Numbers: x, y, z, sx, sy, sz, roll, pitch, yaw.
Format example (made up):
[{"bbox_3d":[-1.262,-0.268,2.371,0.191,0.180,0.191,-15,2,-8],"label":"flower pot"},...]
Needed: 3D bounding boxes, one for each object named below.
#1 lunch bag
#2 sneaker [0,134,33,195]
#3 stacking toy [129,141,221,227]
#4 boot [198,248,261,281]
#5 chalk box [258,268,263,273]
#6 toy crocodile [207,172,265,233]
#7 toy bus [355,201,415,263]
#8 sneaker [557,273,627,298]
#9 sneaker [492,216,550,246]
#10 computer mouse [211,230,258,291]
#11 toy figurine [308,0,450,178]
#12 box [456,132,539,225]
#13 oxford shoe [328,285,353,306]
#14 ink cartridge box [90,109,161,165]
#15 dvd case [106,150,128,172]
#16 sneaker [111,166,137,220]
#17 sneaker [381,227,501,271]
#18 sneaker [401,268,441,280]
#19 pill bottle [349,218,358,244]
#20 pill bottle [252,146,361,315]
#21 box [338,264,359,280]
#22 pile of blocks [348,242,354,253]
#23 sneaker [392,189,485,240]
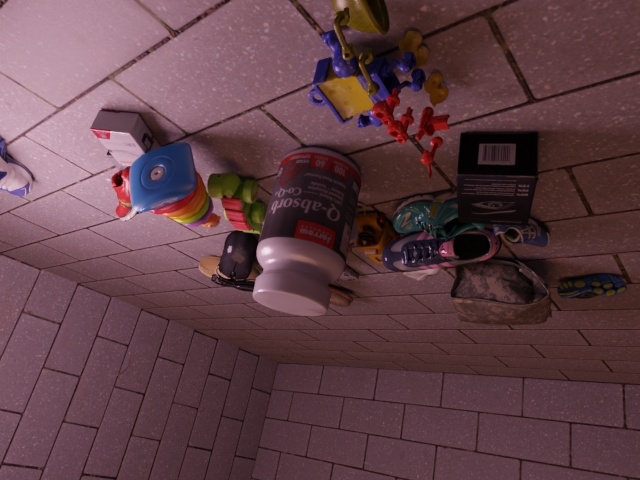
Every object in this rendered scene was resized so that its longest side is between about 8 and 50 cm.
[{"bbox_3d":[0.570,0.169,1.531,0.287,0.168,0.235,6,156,26],"label":"lunch bag"},{"bbox_3d":[-1.010,-0.194,1.478,0.128,0.182,0.315,15,156,-3],"label":"sneaker"},{"bbox_3d":[-0.351,-0.101,1.298,0.175,0.165,0.302,-19,152,7],"label":"stacking toy"},{"bbox_3d":[-0.366,0.082,1.892,0.262,0.095,0.203,15,153,12],"label":"boot"},{"bbox_3d":[-0.134,0.144,1.863,0.213,0.132,0.132,2,154,22],"label":"chalk box"},{"bbox_3d":[-0.235,-0.096,1.411,0.115,0.105,0.340,9,157,8],"label":"toy crocodile"},{"bbox_3d":[0.156,-0.005,1.422,0.202,0.104,0.191,15,156,-6],"label":"toy bus"},{"bbox_3d":[0.826,0.141,1.492,0.078,0.067,0.188,5,165,-44],"label":"sneaker"},{"bbox_3d":[0.504,-0.020,1.248,0.211,0.081,0.080,22,153,-25],"label":"sneaker"},{"bbox_3d":[-0.290,0.086,1.738,0.189,0.072,0.272,13,126,-5],"label":"computer mouse"},{"bbox_3d":[0.047,-0.260,0.822,0.217,0.191,0.362,0,153,38],"label":"toy figurine"},{"bbox_3d":[0.371,-0.126,1.043,0.153,0.108,0.207,4,156,18],"label":"box"},{"bbox_3d":[-0.040,0.251,2.059,0.348,0.130,0.123,8,156,10],"label":"oxford shoe"},{"bbox_3d":[-0.483,-0.252,1.234,0.109,0.063,0.150,8,156,10],"label":"ink cartridge box"},{"bbox_3d":[-0.486,-0.182,1.437,0.179,0.029,0.238,8,155,11],"label":"dvd case"},{"bbox_3d":[-0.556,-0.147,1.429,0.118,0.107,0.279,42,145,-15],"label":"sneaker"},{"bbox_3d":[0.308,0.019,1.288,0.319,0.112,0.131,-12,177,17],"label":"sneaker"},{"bbox_3d":[0.295,0.052,1.480,0.123,0.105,0.290,15,156,-2],"label":"sneaker"},{"bbox_3d":[0.000,0.000,1.395,0.121,0.121,0.216,23,141,-24],"label":"pill bottle"},{"bbox_3d":[-0.032,-0.019,1.161,0.210,0.362,0.210,10,156,4],"label":"pill bottle"},{"bbox_3d":[0.064,0.124,1.853,0.137,0.027,0.094,-7,151,37],"label":"box"},{"bbox_3d":[0.024,0.062,1.629,0.149,0.112,0.362,12,157,2],"label":"pile of blocks"},{"bbox_3d":[0.294,-0.055,1.237,0.275,0.109,0.107,-11,145,44],"label":"sneaker"}]
